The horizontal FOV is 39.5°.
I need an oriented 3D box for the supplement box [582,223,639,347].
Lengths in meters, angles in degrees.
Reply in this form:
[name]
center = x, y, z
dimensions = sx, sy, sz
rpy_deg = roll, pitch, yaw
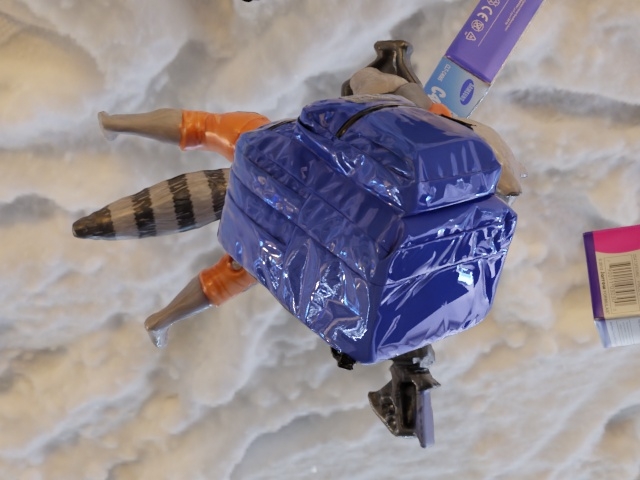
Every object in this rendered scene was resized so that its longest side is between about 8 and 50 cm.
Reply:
[supplement box]
center = 0.420, 0.044, 1.004
dimensions = 0.220, 0.111, 0.114
rpy_deg = -9, 154, 20

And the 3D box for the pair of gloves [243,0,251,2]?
[pair of gloves]
center = -0.068, -0.145, 0.462
dimensions = 0.083, 0.074, 0.010
rpy_deg = 22, 106, -9

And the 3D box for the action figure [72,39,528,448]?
[action figure]
center = 0.000, 0.000, 0.692
dimensions = 0.330, 0.342, 0.178
rpy_deg = -13, 168, 12

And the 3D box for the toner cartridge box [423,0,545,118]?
[toner cartridge box]
center = 0.255, -0.316, 1.223
dimensions = 0.075, 0.348, 0.165
rpy_deg = 33, 160, 2

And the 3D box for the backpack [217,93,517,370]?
[backpack]
center = 0.018, -0.017, 0.407
dimensions = 0.098, 0.120, 0.101
rpy_deg = -7, 119, -43
